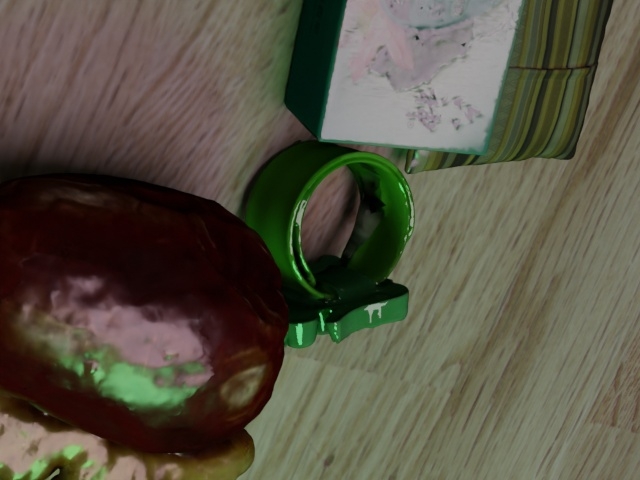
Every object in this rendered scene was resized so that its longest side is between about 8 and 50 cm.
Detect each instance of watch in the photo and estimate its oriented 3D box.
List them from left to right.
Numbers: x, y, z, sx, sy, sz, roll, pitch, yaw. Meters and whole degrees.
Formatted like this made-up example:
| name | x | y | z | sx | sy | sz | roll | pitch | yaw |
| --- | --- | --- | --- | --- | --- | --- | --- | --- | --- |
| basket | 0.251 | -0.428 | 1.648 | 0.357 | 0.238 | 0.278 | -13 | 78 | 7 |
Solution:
| name | x | y | z | sx | sy | sz | roll | pitch | yaw |
| --- | --- | --- | --- | --- | --- | --- | --- | --- | --- |
| watch | 0.000 | 0.000 | 1.116 | 0.165 | 0.131 | 0.152 | -13 | 111 | -32 |

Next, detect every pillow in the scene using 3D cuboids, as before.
| name | x | y | z | sx | sy | sz | roll | pitch | yaw |
| --- | --- | --- | --- | --- | --- | --- | --- | --- | --- |
| pillow | 0.176 | -0.163 | 1.206 | 0.212 | 0.052 | 0.208 | -7 | 115 | -35 |

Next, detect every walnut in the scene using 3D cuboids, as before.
| name | x | y | z | sx | sy | sz | roll | pitch | yaw |
| --- | --- | --- | --- | --- | --- | --- | --- | --- | --- |
| walnut | -0.157 | 0.075 | 0.971 | 0.269 | 0.222 | 0.244 | 14 | 92 | -28 |

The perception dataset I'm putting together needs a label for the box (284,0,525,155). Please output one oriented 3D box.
| name | x | y | z | sx | sy | sz | roll | pitch | yaw |
| --- | --- | --- | --- | --- | --- | --- | --- | --- | --- |
| box | 0.075 | -0.197 | 1.057 | 0.153 | 0.092 | 0.245 | 2 | 112 | -22 |
